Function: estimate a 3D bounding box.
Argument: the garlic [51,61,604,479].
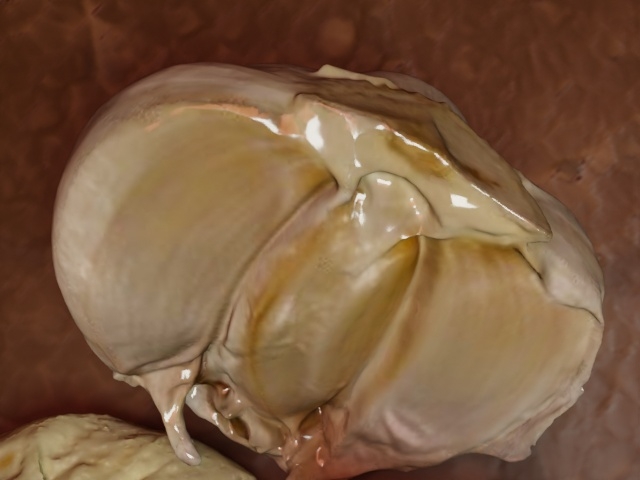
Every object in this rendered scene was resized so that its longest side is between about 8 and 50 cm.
[{"bbox_3d":[0.000,0.000,0.509,0.229,0.143,0.178,21,123,-19],"label":"garlic"}]

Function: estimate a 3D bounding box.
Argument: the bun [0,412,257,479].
[{"bbox_3d":[-0.114,0.172,0.495,0.222,0.127,0.222,-2,79,11],"label":"bun"}]
